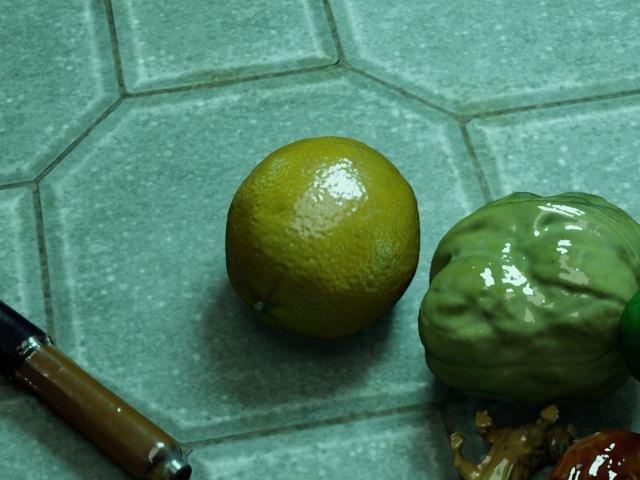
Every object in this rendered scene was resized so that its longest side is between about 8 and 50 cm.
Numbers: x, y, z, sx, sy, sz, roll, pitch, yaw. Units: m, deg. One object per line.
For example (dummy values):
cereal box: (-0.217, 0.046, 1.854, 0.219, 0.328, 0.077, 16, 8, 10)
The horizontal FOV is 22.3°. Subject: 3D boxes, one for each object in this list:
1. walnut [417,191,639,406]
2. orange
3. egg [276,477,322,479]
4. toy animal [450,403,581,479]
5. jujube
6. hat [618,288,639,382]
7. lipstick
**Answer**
walnut: (0.265, 0.072, 1.965, 0.277, 0.253, 0.282, -4, 56, 23)
orange: (0.000, 0.000, 2.052, 0.264, 0.264, 0.264, 0, 51, 1)
egg: (-0.012, 0.351, 1.791, 0.217, 0.183, 0.183, 37, 60, 17)
toy animal: (0.204, 0.295, 1.906, 0.114, 0.116, 0.255, 15, 56, 40)
jujube: (0.320, 0.331, 1.814, 0.174, 0.174, 0.250, 20, 56, 16)
hat: (0.495, 0.218, 1.817, 0.400, 0.285, 0.285, 42, 62, 19)
lipstick: (-0.323, 0.177, 2.010, 0.418, 0.077, 0.077, 35, 59, 24)
